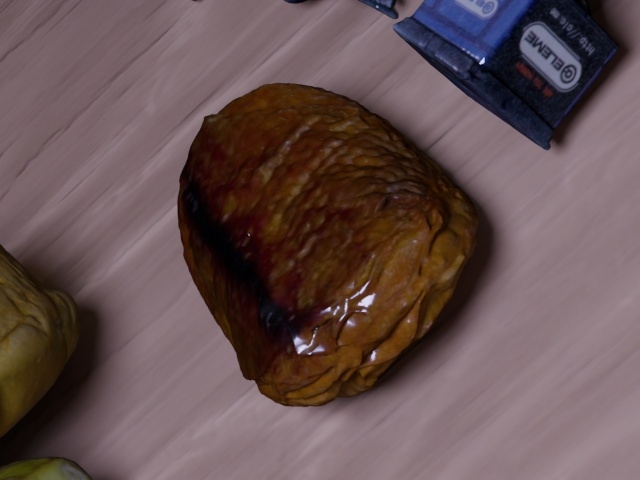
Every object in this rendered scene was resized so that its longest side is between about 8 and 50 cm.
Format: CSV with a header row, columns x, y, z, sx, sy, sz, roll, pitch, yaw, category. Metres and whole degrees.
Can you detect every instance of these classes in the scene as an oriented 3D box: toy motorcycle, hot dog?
x,y,z,sx,sy,sz,roll,pitch,yaw,category
0.060,-0.208,1.117,0.213,0.125,0.358,-51,40,2,toy motorcycle
-0.003,0.000,1.044,0.160,0.099,0.227,-42,42,9,hot dog

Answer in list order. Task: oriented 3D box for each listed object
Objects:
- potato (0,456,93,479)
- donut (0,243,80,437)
x,y,z,sx,sy,sz,roll,pitch,yaw,category
-0.213,0.248,1.021,0.176,0.141,0.298,15,73,40,potato
-0.249,0.086,1.107,0.208,0.128,0.261,-40,5,11,donut
